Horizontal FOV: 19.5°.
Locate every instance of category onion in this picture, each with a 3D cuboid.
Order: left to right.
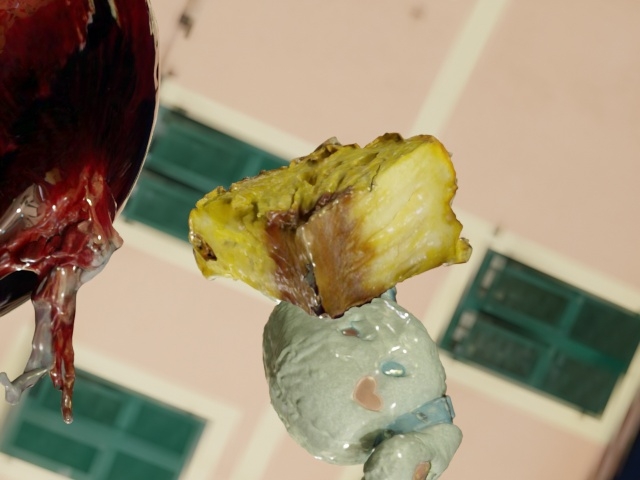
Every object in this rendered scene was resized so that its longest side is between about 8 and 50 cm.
[{"bbox_3d":[-0.178,-0.048,0.995,0.273,0.285,0.273,-41,159,-20],"label":"onion"}]

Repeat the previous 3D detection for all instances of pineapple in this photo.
[{"bbox_3d":[0.000,0.000,0.893,0.116,0.137,0.069,-70,145,-67],"label":"pineapple"}]

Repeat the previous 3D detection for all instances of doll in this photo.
[{"bbox_3d":[0.019,0.076,1.092,0.214,0.103,0.071,-118,-149,-47],"label":"doll"}]
